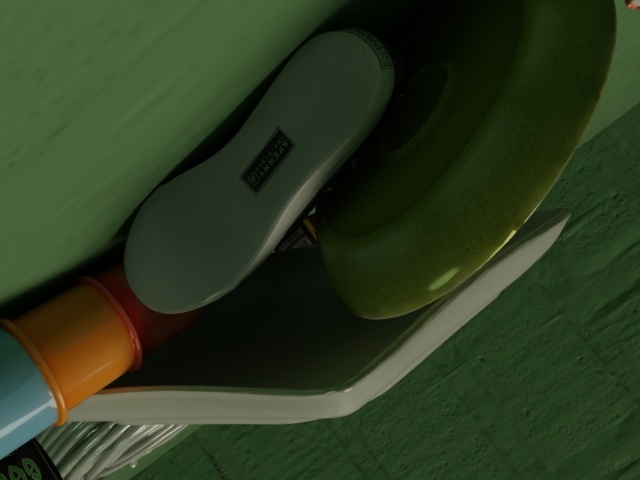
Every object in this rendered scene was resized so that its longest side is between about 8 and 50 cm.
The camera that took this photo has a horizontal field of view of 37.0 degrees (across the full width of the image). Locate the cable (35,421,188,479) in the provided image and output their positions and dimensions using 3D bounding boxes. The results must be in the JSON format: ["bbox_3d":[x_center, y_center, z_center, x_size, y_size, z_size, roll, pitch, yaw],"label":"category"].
[{"bbox_3d":[-0.188,0.169,1.040,0.257,0.089,0.257,-36,171,-6],"label":"cable"}]

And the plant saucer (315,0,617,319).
[{"bbox_3d":[0.066,-0.069,0.561,0.241,0.037,0.241,-45,-155,28],"label":"plant saucer"}]

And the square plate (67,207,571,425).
[{"bbox_3d":[-0.018,0.064,0.757,0.347,0.049,0.344,-9,-167,39],"label":"square plate"}]

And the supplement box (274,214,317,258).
[{"bbox_3d":[0.000,0.000,0.999,0.055,0.043,0.083,-42,169,34],"label":"supplement box"}]

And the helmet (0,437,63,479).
[{"bbox_3d":[-0.270,0.225,0.727,0.169,0.161,0.169,-20,178,-1],"label":"helmet"}]

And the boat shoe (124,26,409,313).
[{"bbox_3d":[-0.031,-0.040,0.588,0.228,0.080,0.076,-48,165,25],"label":"boat shoe"}]

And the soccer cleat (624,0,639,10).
[{"bbox_3d":[0.325,-0.246,0.870,0.076,0.068,0.196,-45,165,33],"label":"soccer cleat"}]

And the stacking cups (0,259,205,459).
[{"bbox_3d":[-0.210,0.104,0.598,0.316,0.096,0.096,-31,170,-35],"label":"stacking cups"}]
